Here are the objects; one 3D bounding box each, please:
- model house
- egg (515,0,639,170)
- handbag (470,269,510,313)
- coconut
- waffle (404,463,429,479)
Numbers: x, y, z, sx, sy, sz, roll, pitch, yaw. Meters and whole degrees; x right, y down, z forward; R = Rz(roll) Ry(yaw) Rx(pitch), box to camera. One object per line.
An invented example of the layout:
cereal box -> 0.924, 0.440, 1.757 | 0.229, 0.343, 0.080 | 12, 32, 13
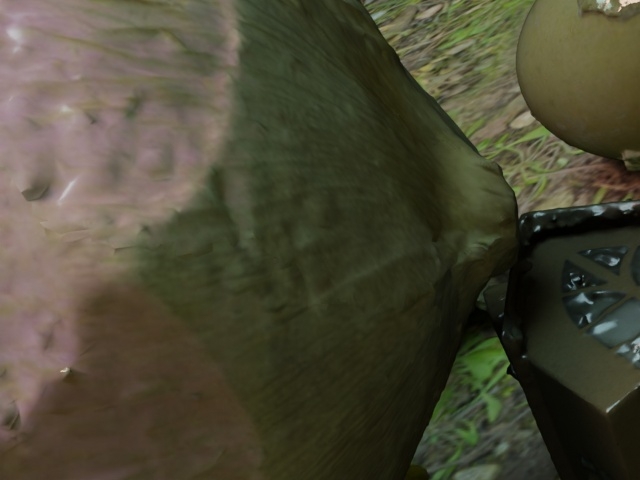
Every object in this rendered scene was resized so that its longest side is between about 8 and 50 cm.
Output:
model house -> 0.153, 0.051, 0.892 | 0.176, 0.181, 0.248 | -32, 29, -12
egg -> 0.221, -0.132, 1.234 | 0.201, 0.164, 0.164 | -22, 23, 29
handbag -> 0.000, 0.000, 1.236 | 0.213, 0.127, 0.235 | 8, -6, -34
coconut -> -0.097, 0.014, 0.839 | 0.405, 0.404, 0.404 | -26, 22, 12
waffle -> -0.079, 0.131, 1.103 | 0.307, 0.060, 0.312 | -3, 22, 17
